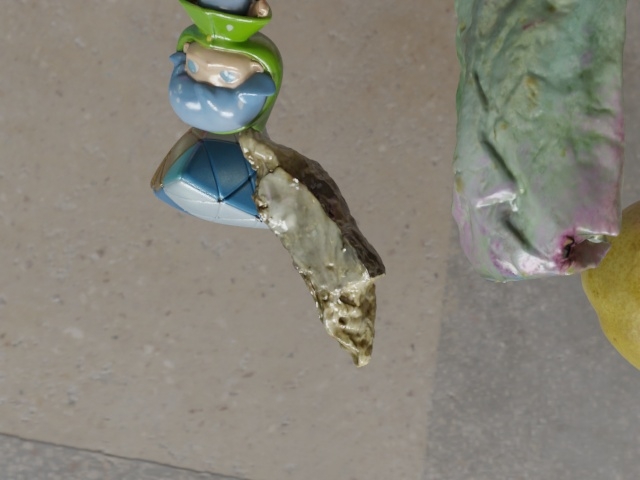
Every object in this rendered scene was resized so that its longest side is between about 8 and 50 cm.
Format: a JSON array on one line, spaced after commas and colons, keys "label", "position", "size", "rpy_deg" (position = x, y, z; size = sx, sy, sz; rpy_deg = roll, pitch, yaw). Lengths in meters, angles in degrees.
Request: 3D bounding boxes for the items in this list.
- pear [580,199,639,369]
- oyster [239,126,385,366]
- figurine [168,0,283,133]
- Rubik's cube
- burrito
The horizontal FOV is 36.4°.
[{"label": "pear", "position": [0.398, 0.043, 1.053], "size": [0.209, 0.209, 0.209], "rpy_deg": [7, 75, -28]}, {"label": "oyster", "position": [0.003, -0.003, 1.303], "size": [0.110, 0.166, 0.341], "rpy_deg": [-31, 69, 10]}, {"label": "figurine", "position": [-0.126, -0.255, 1.296], "size": [0.162, 0.263, 0.143], "rpy_deg": [15, 41, 11]}, {"label": "Rubik's cube", "position": [-0.137, -0.125, 1.654], "size": [0.254, 0.254, 0.254], "rpy_deg": [7, 75, -28]}, {"label": "burrito", "position": [0.142, -0.086, 0.667], "size": [0.089, 0.144, 0.229], "rpy_deg": [6, 84, -40]}]
